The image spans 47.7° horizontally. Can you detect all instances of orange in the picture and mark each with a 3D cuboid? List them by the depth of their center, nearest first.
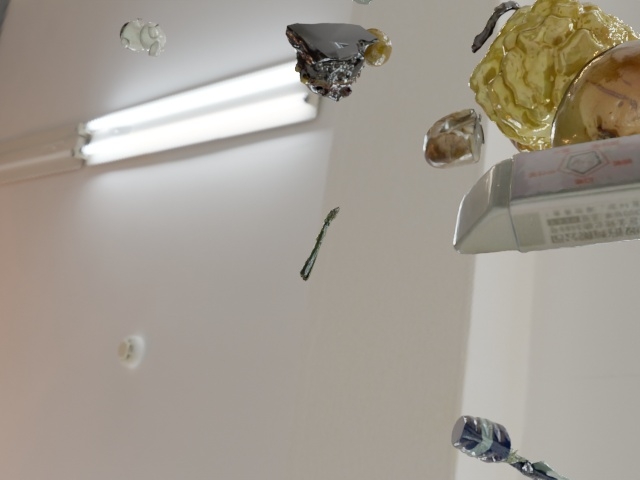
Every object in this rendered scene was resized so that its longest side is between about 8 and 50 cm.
[{"bbox_3d":[0.127,-0.467,1.750,0.085,0.095,0.085,-42,-155,24],"label":"orange"}]

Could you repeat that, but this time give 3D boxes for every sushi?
[{"bbox_3d":[0.022,-0.406,1.666,0.153,0.172,0.150,43,-41,25],"label":"sushi"}]

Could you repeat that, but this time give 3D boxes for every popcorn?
[{"bbox_3d":[0.457,-0.350,1.453,0.349,0.349,0.381,-39,-122,23],"label":"popcorn"}]

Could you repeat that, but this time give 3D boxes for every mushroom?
[{"bbox_3d":[0.215,-0.160,1.170,0.094,0.210,0.072,-4,-70,15],"label":"mushroom"}]

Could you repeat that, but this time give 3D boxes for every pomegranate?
[{"bbox_3d":[0.525,-0.167,1.138,0.319,0.319,0.319,-16,-116,36],"label":"pomegranate"}]

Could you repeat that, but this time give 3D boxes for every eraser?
[{"bbox_3d":[0.284,-0.049,0.619,0.352,0.061,0.089,-6,-142,24],"label":"eraser"}]

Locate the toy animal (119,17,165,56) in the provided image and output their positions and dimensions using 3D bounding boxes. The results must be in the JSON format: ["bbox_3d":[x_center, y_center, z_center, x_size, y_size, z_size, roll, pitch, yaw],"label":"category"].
[{"bbox_3d":[-0.388,-0.456,1.622,0.124,0.085,0.071,14,-65,27],"label":"toy animal"}]

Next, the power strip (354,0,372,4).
[{"bbox_3d":[0.135,-0.723,1.917,0.265,0.059,0.193,28,-85,47],"label":"power strip"}]

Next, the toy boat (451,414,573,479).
[{"bbox_3d":[0.345,0.358,1.182,0.292,0.210,0.070,18,-97,32],"label":"toy boat"}]

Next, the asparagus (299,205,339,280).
[{"bbox_3d":[0.000,0.000,1.519,0.022,0.023,0.233,115,0,-46],"label":"asparagus"}]
